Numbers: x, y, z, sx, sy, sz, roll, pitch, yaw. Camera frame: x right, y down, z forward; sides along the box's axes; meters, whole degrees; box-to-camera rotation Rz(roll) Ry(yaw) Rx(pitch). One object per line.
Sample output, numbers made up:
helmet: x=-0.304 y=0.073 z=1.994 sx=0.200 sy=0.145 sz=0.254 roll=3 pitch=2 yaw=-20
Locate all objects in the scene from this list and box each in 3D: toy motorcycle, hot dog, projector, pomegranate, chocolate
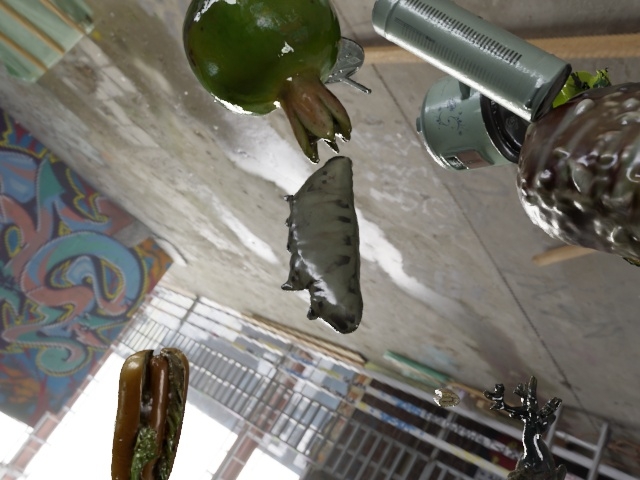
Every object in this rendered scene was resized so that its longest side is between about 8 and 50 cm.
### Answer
toy motorcycle: x=0.611 y=-0.385 z=1.528 sx=0.342 sy=0.142 sz=0.206 roll=22 pitch=154 yaw=6
hot dog: x=-0.318 y=0.360 z=1.105 sx=0.135 sy=0.337 sz=0.100 roll=-1 pitch=-160 yaw=-43
projector: x=0.244 y=-0.324 z=0.988 sx=0.337 sy=0.108 sz=0.108 roll=38 pitch=164 yaw=22
pomegranate: x=-0.062 y=-0.254 z=0.844 sx=0.301 sy=0.236 sz=0.236 roll=60 pitch=165 yaw=14
chocolate: x=0.440 y=-0.085 z=0.851 sx=0.340 sy=0.210 sz=0.225 roll=14 pitch=135 yaw=42

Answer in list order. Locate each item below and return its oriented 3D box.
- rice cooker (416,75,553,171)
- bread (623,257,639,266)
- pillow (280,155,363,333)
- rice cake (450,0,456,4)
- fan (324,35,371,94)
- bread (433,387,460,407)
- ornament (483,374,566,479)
rice cooker: x=0.406 y=-0.297 z=1.414 sx=0.317 sy=0.264 sz=0.316 roll=20 pitch=159 yaw=8
bread: x=0.871 y=-0.059 z=1.635 sx=0.252 sy=0.133 sz=0.174 roll=35 pitch=130 yaw=-21
pillow: x=-0.001 y=-0.001 z=0.687 sx=0.093 sy=0.241 sz=0.051 roll=-7 pitch=148 yaw=8
rice cake: x=0.305 y=-0.644 z=1.723 sx=0.052 sy=0.256 sz=0.057 roll=39 pitch=146 yaw=30
fan: x=0.032 y=-0.394 z=1.319 sx=0.294 sy=0.012 sz=0.223 roll=1 pitch=167 yaw=-24
bread: x=0.270 y=0.338 z=1.271 sx=0.047 sy=0.036 sz=0.083 roll=-12 pitch=173 yaw=1
ornament: x=0.298 y=0.324 z=0.904 sx=0.080 sy=0.202 sz=0.236 roll=17 pitch=129 yaw=50
